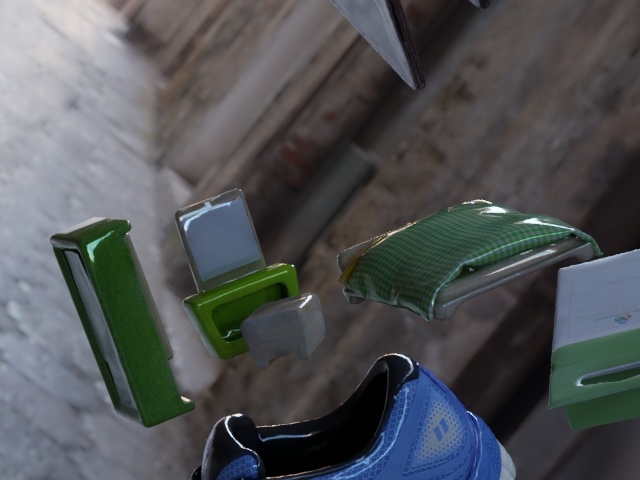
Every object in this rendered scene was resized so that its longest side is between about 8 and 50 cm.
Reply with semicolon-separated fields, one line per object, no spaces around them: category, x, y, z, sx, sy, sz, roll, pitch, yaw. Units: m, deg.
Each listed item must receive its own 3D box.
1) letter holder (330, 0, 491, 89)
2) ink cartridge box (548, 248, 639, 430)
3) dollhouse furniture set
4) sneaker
letter holder;0.036;-0.288;1.310;0.302;0.152;0.214;52;-9;32
ink cartridge box;0.230;0.080;1.281;0.209;0.109;0.062;-70;143;-62
dollhouse furniture set;0.000;0.000;0.527;0.076;0.152;0.058;8;-62;68
sneaker;-0.052;0.180;1.030;0.147;0.330;0.130;57;-7;-21
